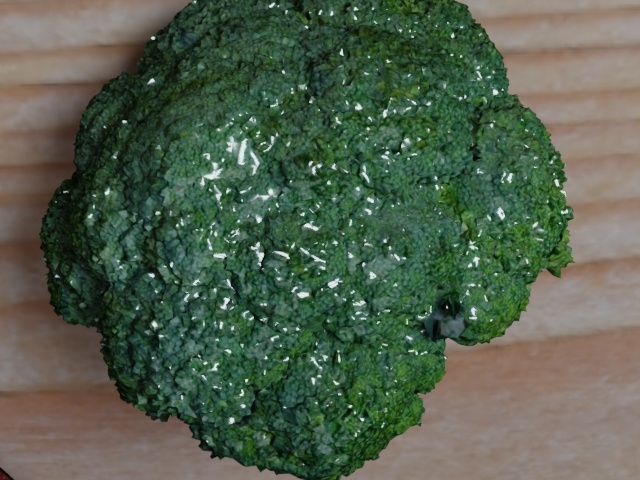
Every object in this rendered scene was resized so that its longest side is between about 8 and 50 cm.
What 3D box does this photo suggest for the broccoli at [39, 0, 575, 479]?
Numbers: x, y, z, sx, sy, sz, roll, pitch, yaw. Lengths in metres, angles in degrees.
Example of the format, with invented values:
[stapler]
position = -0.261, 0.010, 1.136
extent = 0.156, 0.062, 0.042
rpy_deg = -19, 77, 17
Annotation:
[broccoli]
position = 0.000, 0.000, 0.657
extent = 0.270, 0.270, 0.270
rpy_deg = -24, 153, 16

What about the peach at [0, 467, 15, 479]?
[peach]
position = -0.305, 0.205, 0.892
extent = 0.189, 0.068, 0.279
rpy_deg = -36, 118, 21
